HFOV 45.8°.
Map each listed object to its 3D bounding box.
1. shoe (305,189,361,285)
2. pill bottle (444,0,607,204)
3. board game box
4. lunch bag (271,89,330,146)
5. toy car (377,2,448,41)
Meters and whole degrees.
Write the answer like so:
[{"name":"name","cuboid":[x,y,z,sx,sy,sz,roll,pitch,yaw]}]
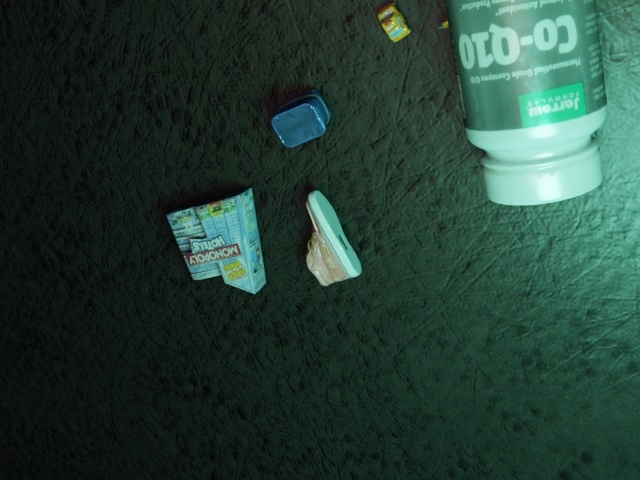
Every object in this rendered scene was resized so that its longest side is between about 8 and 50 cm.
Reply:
[{"name":"shoe","cuboid":[0.000,0.000,1.382,0.081,0.063,0.177,-23,105,22]},{"name":"pill bottle","cuboid":[0.297,-0.247,1.086,0.204,0.204,0.360,-6,108,24]},{"name":"board game box","cuboid":[-0.192,0.016,1.468,0.194,0.060,0.194,-14,104,26]},{"name":"lunch bag","cuboid":[-0.035,-0.211,1.312,0.099,0.065,0.067,-17,119,25]},{"name":"toy car","cuboid":[0.148,-0.353,1.195,0.122,0.040,0.060,-9,107,25]}]
